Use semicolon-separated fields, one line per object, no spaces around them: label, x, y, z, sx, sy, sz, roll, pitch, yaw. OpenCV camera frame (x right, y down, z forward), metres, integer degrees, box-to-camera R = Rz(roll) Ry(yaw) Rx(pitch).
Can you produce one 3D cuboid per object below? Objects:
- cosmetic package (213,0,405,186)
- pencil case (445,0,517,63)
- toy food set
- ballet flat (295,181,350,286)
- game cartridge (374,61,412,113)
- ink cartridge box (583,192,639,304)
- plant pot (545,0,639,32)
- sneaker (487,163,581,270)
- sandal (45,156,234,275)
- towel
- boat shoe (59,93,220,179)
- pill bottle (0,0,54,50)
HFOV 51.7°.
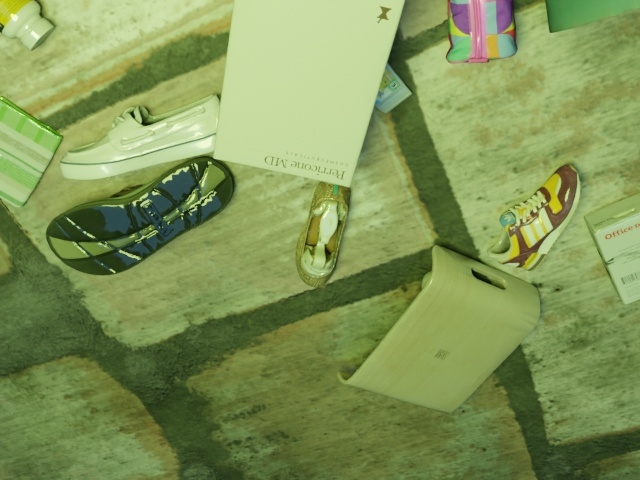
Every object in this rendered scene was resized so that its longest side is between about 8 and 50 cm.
cosmetic package;-0.008;-0.269;0.815;0.197;0.155;0.365;10;126;-5
pencil case;0.195;-0.340;0.824;0.104;0.104;0.236;-9;119;8
toy food set;0.196;0.163;1.126;0.220;0.092;0.306;22;120;-22
ballet flat;0.000;0.000;1.044;0.073;0.067;0.206;8;120;-2
game cartridge;0.085;-0.224;0.943;0.056;0.017;0.083;-35;112;24
ink cartridge box;0.492;0.009;1.025;0.109;0.063;0.150;-25;115;16
plant pot;0.360;-0.383;0.694;0.293;0.293;0.235;-18;103;13
sneaker;0.323;-0.036;1.005;0.084;0.069;0.185;13;119;-10
sandal;-0.275;-0.038;1.034;0.303;0.086;0.120;-23;111;-1
towel;-0.480;-0.135;1.023;0.113;0.023;0.152;33;114;-17
boat shoe;-0.261;-0.156;0.966;0.258;0.095;0.084;-14;114;-1
pill bottle;-0.422;-0.315;0.889;0.065;0.065;0.116;-39;111;22
